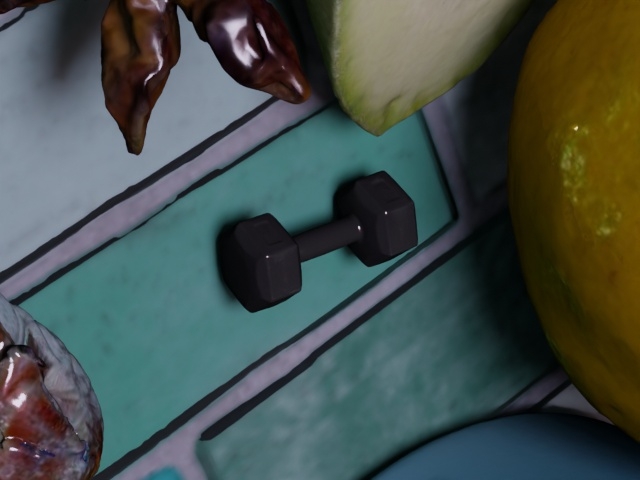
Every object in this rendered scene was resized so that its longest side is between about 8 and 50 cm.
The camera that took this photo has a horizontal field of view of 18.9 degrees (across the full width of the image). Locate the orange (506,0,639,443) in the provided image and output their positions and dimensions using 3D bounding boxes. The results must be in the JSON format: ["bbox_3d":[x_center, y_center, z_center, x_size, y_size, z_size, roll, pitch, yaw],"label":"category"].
[{"bbox_3d":[0.205,-0.032,0.791,0.279,0.235,0.279,-35,149,-26],"label":"orange"}]

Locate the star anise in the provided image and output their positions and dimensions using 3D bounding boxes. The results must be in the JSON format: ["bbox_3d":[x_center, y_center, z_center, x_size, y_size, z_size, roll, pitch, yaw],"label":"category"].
[{"bbox_3d":[-0.055,-0.111,0.650,0.057,0.168,0.167,-32,124,-53],"label":"star anise"}]

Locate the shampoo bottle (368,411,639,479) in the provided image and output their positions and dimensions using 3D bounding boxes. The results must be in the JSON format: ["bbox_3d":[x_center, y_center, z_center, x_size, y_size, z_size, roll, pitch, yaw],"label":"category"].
[{"bbox_3d":[0.162,0.272,0.793,0.331,0.343,0.331,-12,111,-33],"label":"shampoo bottle"}]

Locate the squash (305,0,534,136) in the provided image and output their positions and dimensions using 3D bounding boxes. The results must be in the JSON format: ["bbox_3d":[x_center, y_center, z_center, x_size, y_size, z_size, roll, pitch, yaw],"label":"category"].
[{"bbox_3d":[0.069,-0.165,0.689,0.189,0.189,0.260,-29,115,-26],"label":"squash"}]

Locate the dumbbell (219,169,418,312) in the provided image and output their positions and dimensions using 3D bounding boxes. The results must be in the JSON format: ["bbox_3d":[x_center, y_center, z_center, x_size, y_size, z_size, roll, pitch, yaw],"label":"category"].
[{"bbox_3d":[0.000,0.000,0.785,0.083,0.036,0.040,-21,115,-30],"label":"dumbbell"}]

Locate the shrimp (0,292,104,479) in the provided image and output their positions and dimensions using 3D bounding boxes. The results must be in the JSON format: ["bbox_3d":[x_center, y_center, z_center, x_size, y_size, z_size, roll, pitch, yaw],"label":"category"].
[{"bbox_3d":[-0.168,0.030,0.652,0.233,0.079,0.090,30,124,-35],"label":"shrimp"}]
